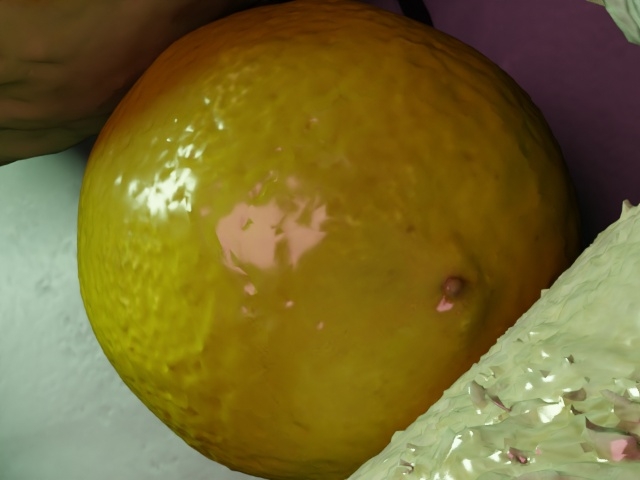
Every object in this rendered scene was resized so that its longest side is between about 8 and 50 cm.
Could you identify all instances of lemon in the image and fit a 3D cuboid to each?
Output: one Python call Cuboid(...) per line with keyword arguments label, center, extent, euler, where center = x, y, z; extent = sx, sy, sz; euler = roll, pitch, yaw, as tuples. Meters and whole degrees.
Cuboid(label="lemon", center=(0.000, 0.000, 0.653), extent=(0.203, 0.178, 0.178), euler=(26, 93, 57))

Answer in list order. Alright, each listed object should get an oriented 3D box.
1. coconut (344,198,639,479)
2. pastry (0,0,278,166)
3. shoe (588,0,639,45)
Cuboid(label="coconut", center=(0.122, 0.132, 0.486), extent=(0.297, 0.309, 0.297), euler=(3, 72, -11))
Cuboid(label="pastry", center=(-0.163, -0.226, 0.720), extent=(0.389, 0.313, 0.388), euler=(-5, 80, 27))
Cuboid(label="shoe", center=(0.102, -0.127, 0.436), extent=(0.198, 0.172, 0.351), euler=(-29, 32, 39))
